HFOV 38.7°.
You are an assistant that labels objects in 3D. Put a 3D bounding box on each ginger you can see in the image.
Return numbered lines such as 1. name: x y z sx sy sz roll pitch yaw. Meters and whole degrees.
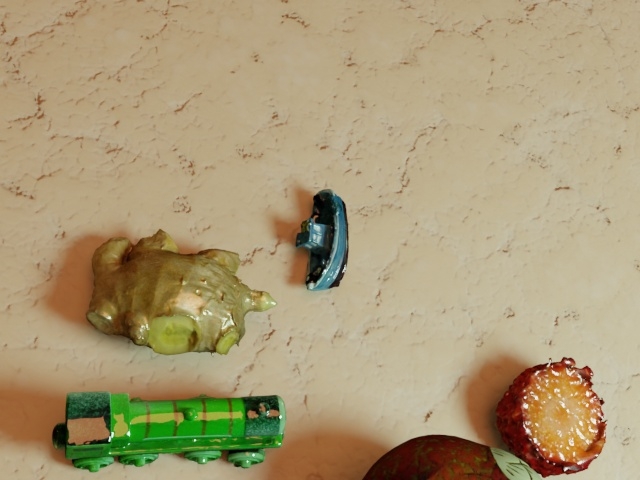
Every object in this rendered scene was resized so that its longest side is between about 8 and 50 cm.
1. ginger: -0.157 0.066 1.041 0.216 0.102 0.157 7 38 -9

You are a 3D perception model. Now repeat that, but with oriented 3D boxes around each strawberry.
1. strawberry: 0.281 0.219 1.117 0.145 0.086 0.145 6 66 -14

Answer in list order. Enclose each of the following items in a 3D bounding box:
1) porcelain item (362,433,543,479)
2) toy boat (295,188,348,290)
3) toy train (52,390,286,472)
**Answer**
1. porcelain item: 0.148 0.319 0.983 0.253 0.253 0.252 7 64 -15
2. toy boat: 0.000 0.000 1.143 0.061 0.060 0.137 16 67 -32
3. toy train: -0.155 0.198 0.971 0.251 0.119 0.085 0 65 -16
